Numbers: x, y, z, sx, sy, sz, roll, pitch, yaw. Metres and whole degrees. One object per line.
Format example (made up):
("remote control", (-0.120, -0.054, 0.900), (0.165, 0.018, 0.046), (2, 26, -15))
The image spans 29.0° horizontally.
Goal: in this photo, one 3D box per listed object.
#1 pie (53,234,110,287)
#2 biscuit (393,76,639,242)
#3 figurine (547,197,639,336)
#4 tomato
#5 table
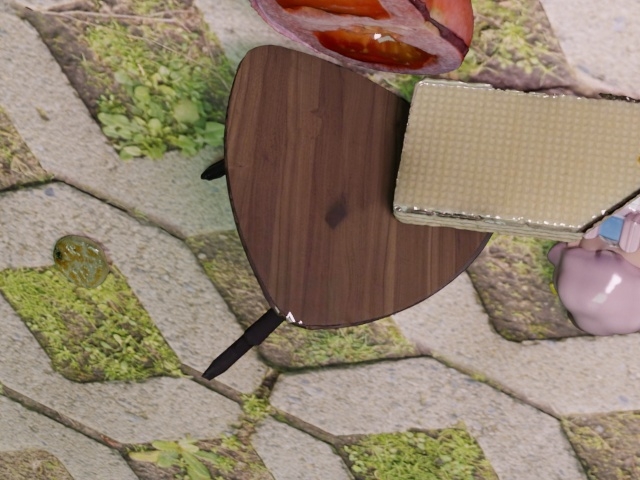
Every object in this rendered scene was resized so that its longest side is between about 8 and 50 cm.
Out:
("pie", (-0.310, 0.027, 1.610), (0.085, 0.017, 0.085), (12, 129, 15))
("biscuit", (0.205, -0.077, 1.228), (0.252, 0.150, 0.052), (6, 163, 9))
("figurine", (0.307, 0.018, 1.298), (0.137, 0.112, 0.229), (17, 121, 15))
("tomato", (0.042, -0.246, 1.178), (0.199, 0.112, 0.228), (6, 165, 31))
("table", (0.000, 0.000, 1.344), (0.317, 0.317, 0.249), (35, 144, -7))
